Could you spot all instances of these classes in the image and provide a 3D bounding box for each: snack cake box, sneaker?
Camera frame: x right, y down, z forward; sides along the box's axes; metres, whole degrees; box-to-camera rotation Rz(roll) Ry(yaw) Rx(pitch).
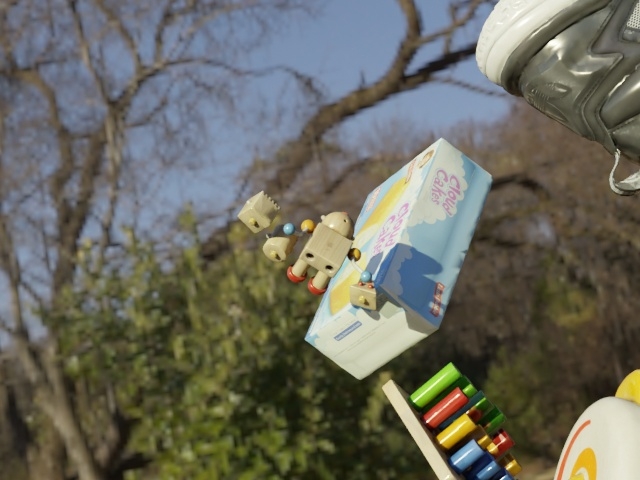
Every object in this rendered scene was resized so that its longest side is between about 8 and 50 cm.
[{"bbox_3d":[0.096,0.019,1.619,0.089,0.264,0.152,37,-45,-13],"label":"snack cake box"},{"bbox_3d":[0.233,-0.131,0.791,0.269,0.153,0.101,-34,-18,-10],"label":"sneaker"}]

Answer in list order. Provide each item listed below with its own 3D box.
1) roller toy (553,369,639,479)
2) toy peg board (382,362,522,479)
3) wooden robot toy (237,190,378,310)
[{"bbox_3d":[0.296,0.245,1.276,0.146,0.191,0.209,14,-61,-7],"label":"roller toy"},{"bbox_3d":[0.168,0.222,1.518,0.079,0.160,0.161,-41,-49,7],"label":"toy peg board"},{"bbox_3d":[0.000,0.000,1.432,0.173,0.079,0.076,32,-37,-4],"label":"wooden robot toy"}]
